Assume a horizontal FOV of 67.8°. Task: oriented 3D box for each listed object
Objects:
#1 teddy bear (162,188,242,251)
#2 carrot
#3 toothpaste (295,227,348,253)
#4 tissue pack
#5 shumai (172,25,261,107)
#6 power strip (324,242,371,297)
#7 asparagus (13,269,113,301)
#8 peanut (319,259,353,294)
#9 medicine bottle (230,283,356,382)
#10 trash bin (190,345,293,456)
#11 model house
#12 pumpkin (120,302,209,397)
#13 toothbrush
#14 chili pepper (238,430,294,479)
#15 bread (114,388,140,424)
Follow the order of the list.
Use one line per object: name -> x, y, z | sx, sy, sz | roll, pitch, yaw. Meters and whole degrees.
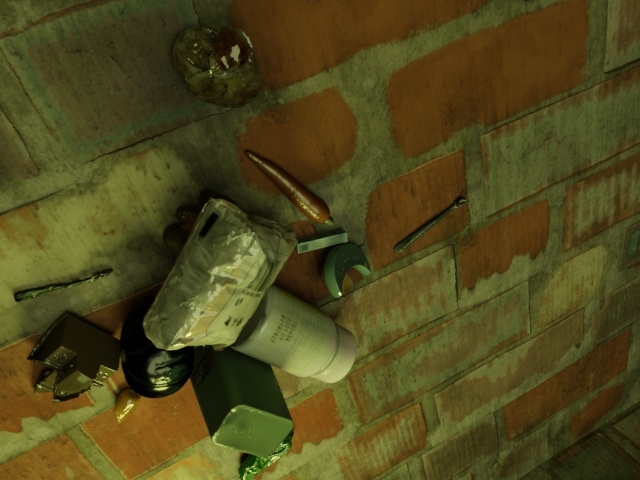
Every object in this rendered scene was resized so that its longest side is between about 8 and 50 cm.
teddy bear -> -0.290, -0.033, 1.228 | 0.177, 0.140, 0.190 | 34, 78, -17
carrot -> -0.078, -0.144, 1.320 | 0.336, 0.069, 0.069 | 40, 93, -27
toothpaste -> 0.000, 0.000, 1.426 | 0.164, 0.046, 0.034 | -14, 116, -18
tissue pack -> -0.214, 0.100, 1.144 | 0.389, 0.195, 0.375 | -58, 163, -2
shumai -> -0.220, -0.385, 1.062 | 0.209, 0.153, 0.161 | 41, 85, -29
power strip -> 0.084, 0.073, 1.449 | 0.216, 0.044, 0.137 | -33, 105, -48
asparagus -> -0.643, 0.112, 1.200 | 0.233, 0.023, 0.022 | -16, 164, -17
peanut -> 0.051, 0.116, 1.492 | 0.076, 0.076, 0.152 | -44, 121, 0
medicine bottle -> -0.083, 0.283, 1.424 | 0.379, 0.213, 0.213 | 34, 97, -33
trash bin -> -0.231, 0.414, 1.343 | 0.223, 0.343, 0.158 | 33, 95, -32
model house -> -0.671, 0.350, 1.235 | 0.248, 0.176, 0.181 | -38, 126, 16
pumpkin -> -0.403, 0.285, 1.266 | 0.248, 0.248, 0.247 | -10, 118, -20
toothbrush -> 0.365, -0.051, 1.582 | 0.297, 0.030, 0.030 | -37, 98, -3
chili pepper -> -0.198, 0.766, 1.687 | 0.257, 0.074, 0.100 | -35, 123, -7
bread -> -0.577, 0.485, 1.392 | 0.103, 0.049, 0.062 | -49, 124, 1
